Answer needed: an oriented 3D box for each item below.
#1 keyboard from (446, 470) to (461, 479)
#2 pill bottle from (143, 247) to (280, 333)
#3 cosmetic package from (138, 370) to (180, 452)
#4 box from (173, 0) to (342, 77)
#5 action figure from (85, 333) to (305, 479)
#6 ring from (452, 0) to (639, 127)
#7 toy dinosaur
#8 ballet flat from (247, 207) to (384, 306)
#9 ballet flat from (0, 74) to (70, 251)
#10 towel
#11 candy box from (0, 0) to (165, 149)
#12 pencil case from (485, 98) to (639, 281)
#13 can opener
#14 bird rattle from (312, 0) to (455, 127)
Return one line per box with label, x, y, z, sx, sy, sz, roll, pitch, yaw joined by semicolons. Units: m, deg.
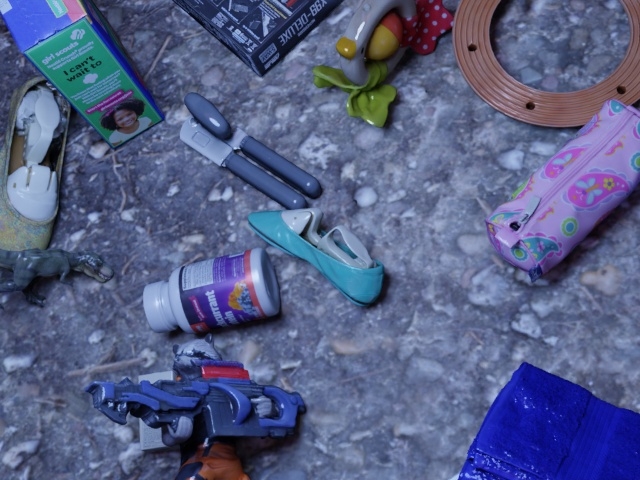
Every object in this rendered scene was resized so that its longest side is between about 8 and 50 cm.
keyboard;0.238;0.334;1.137;0.256;0.014;0.072;-33;61;0
pill bottle;-0.168;0.084;1.271;0.194;0.108;0.108;-14;68;9
cosmetic package;-0.243;0.262;1.260;0.060;0.041;0.115;-9;69;11
box;-0.128;-0.475;1.482;0.242;0.076;0.307;-45;67;-5
action figure;-0.197;0.287;1.141;0.178;0.341;0.330;-27;53;43
ring;0.381;-0.329;1.322;0.337;0.032;0.336;-3;72;8
toy dinosaur;-0.478;0.056;1.328;0.064;0.268;0.118;52;124;43
ballet flat;0.000;0.000;1.269;0.247;0.083;0.087;35;115;18
ballet flat;-0.492;-0.133;1.414;0.123;0.123;0.348;-6;66;11
towel;0.355;0.287;1.043;0.308;0.076;0.227;24;48;19
candy box;-0.416;-0.342;1.371;0.122;0.317;0.268;-33;67;0
pencil case;0.366;-0.073;1.195;0.284;0.124;0.124;-43;67;-5
can opener;-0.126;-0.140;1.357;0.280;0.093;0.074;35;81;17
bird rattle;0.107;-0.313;1.302;0.253;0.207;0.143;-46;69;-1
